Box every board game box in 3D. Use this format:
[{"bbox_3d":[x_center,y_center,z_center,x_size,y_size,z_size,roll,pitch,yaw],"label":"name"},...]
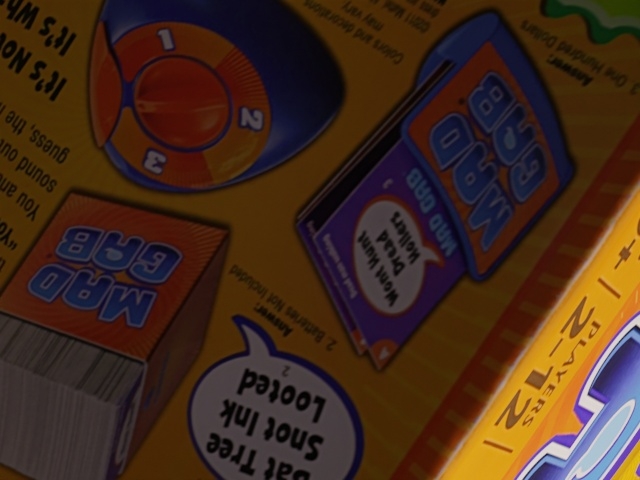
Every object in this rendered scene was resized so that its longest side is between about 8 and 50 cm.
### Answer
[{"bbox_3d":[0.000,0.000,0.632,0.356,0.356,0.356,-56,152,2],"label":"board game box"}]
